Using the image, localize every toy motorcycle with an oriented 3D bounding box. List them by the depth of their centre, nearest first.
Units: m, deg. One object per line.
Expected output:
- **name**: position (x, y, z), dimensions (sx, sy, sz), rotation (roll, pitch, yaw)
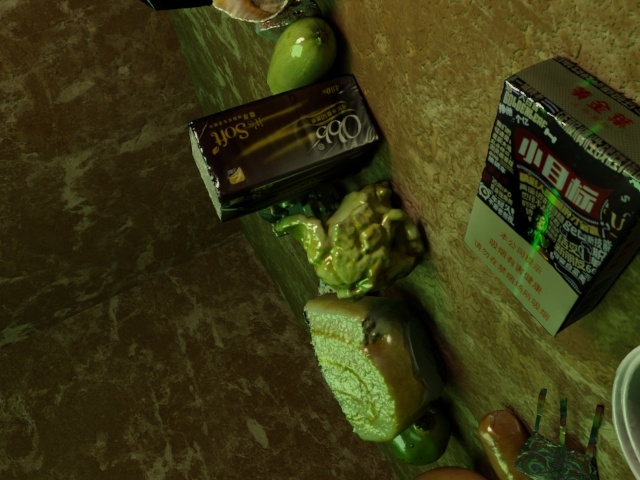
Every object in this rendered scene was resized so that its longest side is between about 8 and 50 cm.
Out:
- **toy motorcycle**: position (-0.042, -0.106, 1.407), dimensions (0.237, 0.168, 0.410), rotation (68, -165, 13)

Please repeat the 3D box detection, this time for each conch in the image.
- **conch**: position (-0.103, -0.554, 0.994), dimensions (0.291, 0.159, 0.210), rotation (-17, 120, 47)

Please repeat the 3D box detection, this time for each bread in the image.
- **bread**: position (0.156, 0.284, 1.345), dimensions (0.264, 0.239, 0.396), rotation (-28, 87, 42)

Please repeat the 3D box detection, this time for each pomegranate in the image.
- **pomegranate**: position (0.267, 0.536, 1.477), dimensions (0.198, 0.198, 0.246), rotation (59, -171, 19)

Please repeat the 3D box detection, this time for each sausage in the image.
- **sausage**: position (0.421, 0.476, 1.064), dimensions (0.271, 0.108, 0.109), rotation (59, 165, 18)

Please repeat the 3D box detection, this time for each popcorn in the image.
- **popcorn**: position (0.087, 0.003, 1.152), dimensions (0.293, 0.292, 0.237), rotation (99, 149, -66)

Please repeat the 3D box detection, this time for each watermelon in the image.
- **watermelon**: position (-0.081, -0.500, 1.139), dimensions (0.158, 0.121, 0.098), rotation (-172, 78, -68)

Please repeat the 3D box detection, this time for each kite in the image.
- **kite**: position (0.425, 0.357, 0.914), dimensions (0.152, 0.015, 0.286), rotation (14, 134, 31)

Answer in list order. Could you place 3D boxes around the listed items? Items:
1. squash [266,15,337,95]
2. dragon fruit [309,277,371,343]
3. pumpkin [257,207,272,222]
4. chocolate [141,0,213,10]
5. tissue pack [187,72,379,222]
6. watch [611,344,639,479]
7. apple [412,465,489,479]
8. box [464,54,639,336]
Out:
- **squash**: position (-0.037, -0.394, 1.115), dimensions (0.133, 0.132, 0.247), rotation (64, 164, 0)
- **dragon fruit**: position (0.094, 0.173, 1.615), dimensions (0.151, 0.205, 0.317), rotation (14, 108, 24)
- **pumpkin**: position (-0.139, -0.201, 1.669), dimensions (0.300, 0.207, 0.301), rotation (-20, -90, -90)
- **chocolate**: position (-0.314, -0.734, 1.061), dimensions (0.384, 0.383, 0.331), rotation (59, 163, 18)
- **tissue pack**: position (-0.078, -0.202, 1.126), dimensions (0.210, 0.369, 0.198), rotation (118, 129, -74)
- **watch**: position (0.425, 0.196, 0.488), dimensions (0.244, 0.195, 0.232), rotation (134, 130, -75)
- **apple**: position (0.346, 0.762, 1.330), dimensions (0.364, 0.363, 0.364), rotation (57, 164, 26)
- **box**: position (0.293, -0.038, 0.647), dimensions (0.198, 0.084, 0.310), rotation (55, 164, 33)
